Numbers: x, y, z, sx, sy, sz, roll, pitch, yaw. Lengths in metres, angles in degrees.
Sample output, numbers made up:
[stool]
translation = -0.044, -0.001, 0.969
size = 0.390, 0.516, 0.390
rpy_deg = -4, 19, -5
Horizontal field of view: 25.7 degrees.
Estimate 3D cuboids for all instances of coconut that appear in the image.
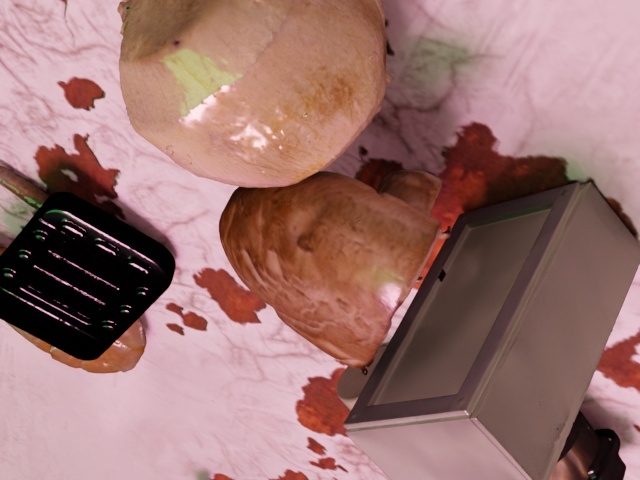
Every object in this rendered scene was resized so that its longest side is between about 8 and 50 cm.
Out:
[coconut]
translation = -0.040, -0.122, 0.952
size = 0.194, 0.194, 0.194
rpy_deg = 21, 145, 15

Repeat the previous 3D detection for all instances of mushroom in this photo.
[mushroom]
translation = 0.000, 0.000, 1.051
size = 0.151, 0.156, 0.286
rpy_deg = 25, 175, -3

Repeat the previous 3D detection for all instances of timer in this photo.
[timer]
translation = -0.239, 0.035, 1.379
size = 0.144, 0.055, 0.187
rpy_deg = 31, 132, -19

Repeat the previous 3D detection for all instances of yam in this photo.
[yam]
translation = -0.273, -0.038, 1.379
size = 0.116, 0.021, 0.021
rpy_deg = 33, 146, -4

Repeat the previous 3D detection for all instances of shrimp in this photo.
[shrimp]
translation = -0.305, 0.054, 1.490
size = 0.267, 0.061, 0.145
rpy_deg = 29, 138, 9

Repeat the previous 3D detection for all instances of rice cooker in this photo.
[rice cooker]
translation = 0.187, 0.209, 1.248
size = 0.106, 0.112, 0.165
rpy_deg = 48, 126, -8

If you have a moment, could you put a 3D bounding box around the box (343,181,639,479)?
[box]
translation = 0.130, 0.071, 1.022
size = 0.129, 0.225, 0.086
rpy_deg = -16, 124, 47

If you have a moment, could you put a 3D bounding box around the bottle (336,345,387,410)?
[bottle]
translation = 0.103, 0.189, 1.332
size = 0.072, 0.072, 0.201
rpy_deg = -14, 126, 47
